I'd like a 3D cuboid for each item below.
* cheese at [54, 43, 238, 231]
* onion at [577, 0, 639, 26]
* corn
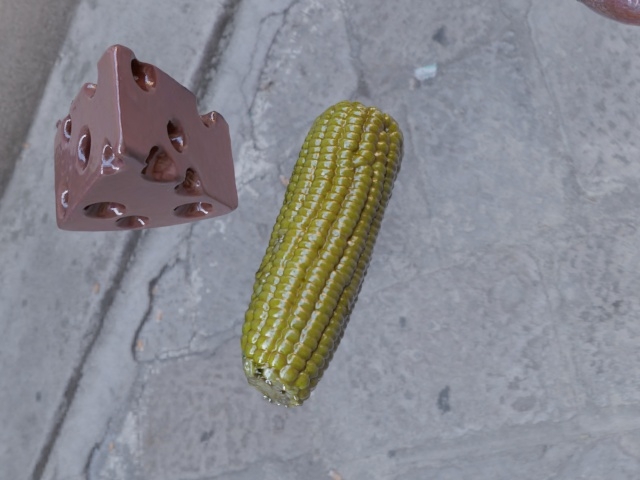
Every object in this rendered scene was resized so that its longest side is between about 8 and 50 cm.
[{"bbox_3d":[-0.172,-0.097,0.786,0.203,0.177,0.128,-33,60,48],"label":"cheese"},{"bbox_3d":[0.237,-0.224,0.527,0.195,0.159,0.159,-15,73,30],"label":"onion"},{"bbox_3d":[0.000,0.000,0.514,0.080,0.080,0.231,-2,55,39],"label":"corn"}]
